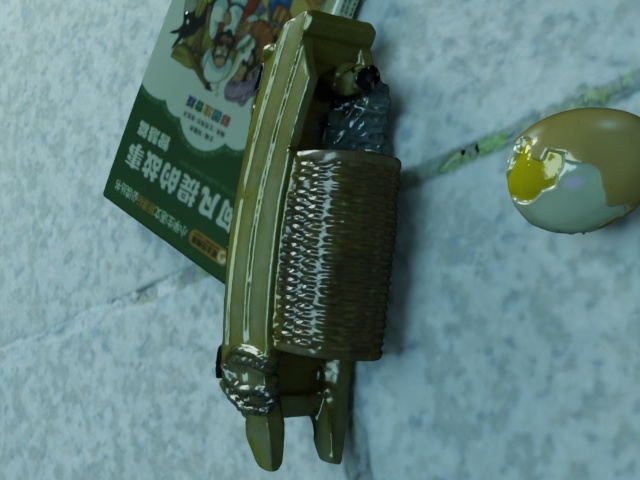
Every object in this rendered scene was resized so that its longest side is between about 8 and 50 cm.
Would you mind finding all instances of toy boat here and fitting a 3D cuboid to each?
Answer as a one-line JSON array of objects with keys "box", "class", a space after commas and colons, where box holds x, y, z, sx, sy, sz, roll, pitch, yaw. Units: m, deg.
[{"box": [0.000, 0.000, 0.680, 0.115, 0.089, 0.310, 10, 91, 52], "class": "toy boat"}]

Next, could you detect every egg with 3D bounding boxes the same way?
[{"box": [0.149, -0.040, 0.561, 0.083, 0.071, 0.071, -22, 69, 37], "class": "egg"}]

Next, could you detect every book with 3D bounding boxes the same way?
[{"box": [-0.078, -0.119, 0.815, 0.202, 0.027, 0.264, 32, 105, 40], "class": "book"}]
